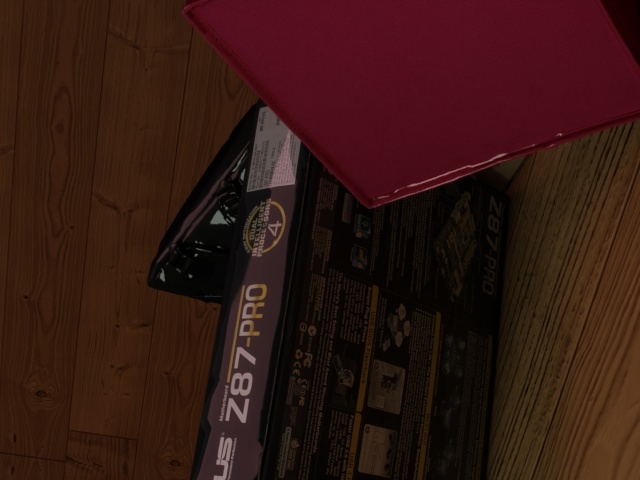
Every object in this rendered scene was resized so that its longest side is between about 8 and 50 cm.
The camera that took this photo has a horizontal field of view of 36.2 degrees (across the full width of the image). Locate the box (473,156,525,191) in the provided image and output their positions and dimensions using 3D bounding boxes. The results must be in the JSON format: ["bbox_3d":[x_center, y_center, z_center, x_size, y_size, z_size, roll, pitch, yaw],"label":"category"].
[{"bbox_3d":[0.144,-0.131,1.056,0.311,0.148,0.121,107,170,-64],"label":"box"}]

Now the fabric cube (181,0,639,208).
[{"bbox_3d":[0.086,-0.224,0.741,0.254,0.259,0.258,45,-141,-41],"label":"fabric cube"}]

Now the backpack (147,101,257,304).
[{"bbox_3d":[0.000,0.000,1.294,0.290,0.355,0.273,-52,15,28],"label":"backpack"}]

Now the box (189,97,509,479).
[{"bbox_3d":[0.047,0.095,0.912,0.097,0.318,0.395,-7,69,43],"label":"box"}]
